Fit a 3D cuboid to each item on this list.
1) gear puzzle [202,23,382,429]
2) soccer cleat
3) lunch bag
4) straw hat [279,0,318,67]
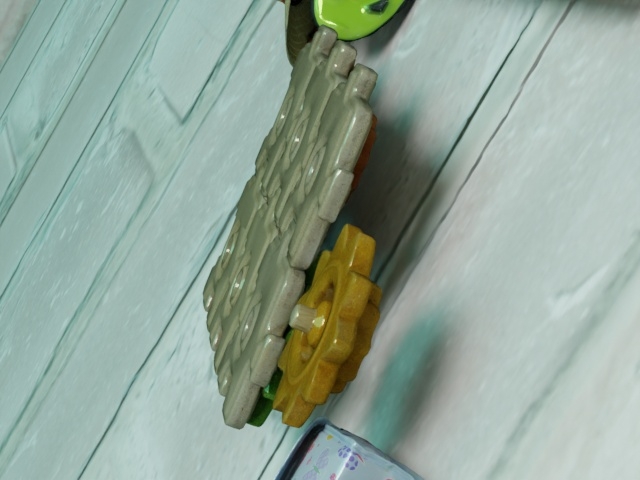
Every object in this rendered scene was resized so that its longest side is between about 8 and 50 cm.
[{"bbox_3d":[0.000,0.000,0.922,0.339,0.044,0.175,-115,47,-76],"label":"gear puzzle"},{"bbox_3d":[0.040,-0.184,1.113,0.072,0.060,0.179,119,174,-71],"label":"soccer cleat"},{"bbox_3d":[0.002,0.113,0.794,0.071,0.053,0.083,-59,11,-2],"label":"lunch bag"},{"bbox_3d":[-0.022,-0.170,1.133,0.144,0.061,0.144,19,-90,-78],"label":"straw hat"}]
